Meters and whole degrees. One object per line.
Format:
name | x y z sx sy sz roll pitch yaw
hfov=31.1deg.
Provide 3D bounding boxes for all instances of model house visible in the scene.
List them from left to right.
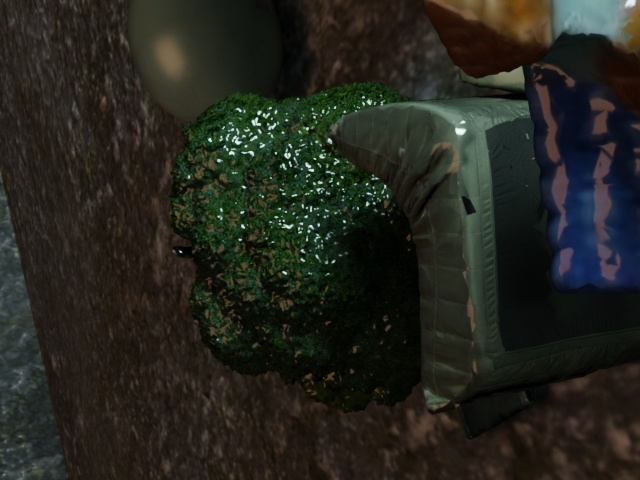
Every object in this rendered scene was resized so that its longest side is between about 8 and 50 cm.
model house | 0.222 -0.070 0.555 0.295 0.329 0.251 -170 76 -64

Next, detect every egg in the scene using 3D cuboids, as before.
egg | -0.142 -0.254 1.388 0.183 0.183 0.264 113 146 -48

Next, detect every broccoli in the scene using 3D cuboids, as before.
broccoli | 0.000 0.000 1.113 0.283 0.304 0.321 -50 -26 -82

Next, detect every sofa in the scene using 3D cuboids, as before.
sofa | 0.137 -0.002 0.883 0.176 0.210 0.225 3 102 62

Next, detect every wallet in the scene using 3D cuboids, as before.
wallet | 0.161 0.128 1.080 0.129 0.026 0.088 129 130 -58

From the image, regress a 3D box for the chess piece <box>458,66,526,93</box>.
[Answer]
chess piece | 0.174 -0.231 0.831 0.133 0.133 0.243 27 118 59
